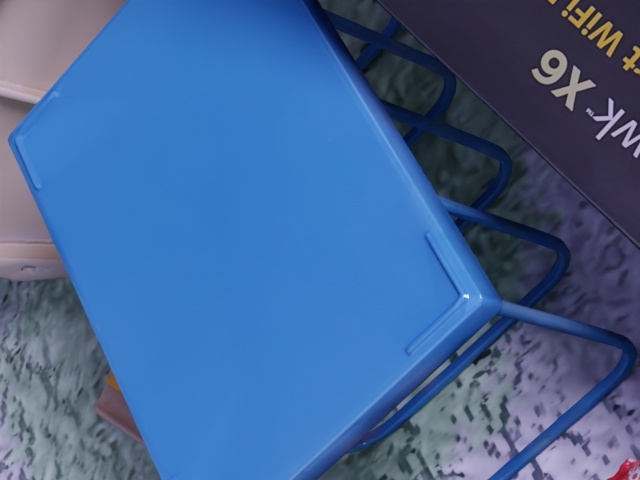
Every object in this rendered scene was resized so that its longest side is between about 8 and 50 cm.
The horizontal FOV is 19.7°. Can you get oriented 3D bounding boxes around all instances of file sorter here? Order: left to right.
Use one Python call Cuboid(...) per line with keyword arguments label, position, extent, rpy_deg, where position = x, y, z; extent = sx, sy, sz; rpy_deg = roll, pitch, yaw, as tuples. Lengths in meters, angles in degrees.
Cuboid(label="file sorter", position=(0.000, 0.000, 0.580), extent=(0.118, 0.104, 0.170), rpy_deg=(-44, 55, 23))

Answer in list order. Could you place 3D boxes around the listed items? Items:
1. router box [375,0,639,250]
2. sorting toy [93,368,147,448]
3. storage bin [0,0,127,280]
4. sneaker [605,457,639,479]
Cuboid(label="router box", position=(0.087, -0.166, 0.476), extent=(0.309, 0.081, 0.243), rpy_deg=(44, 111, 8))
Cuboid(label="sorting toy", position=(-0.049, 0.050, 0.669), extent=(0.083, 0.012, 0.062), rpy_deg=(28, 97, 41))
Cuboid(label="storage bin", position=(-0.127, -0.161, 0.716), extent=(0.260, 0.123, 0.262), rpy_deg=(-52, 53, 19))
Cuboid(label="sneaker", position=(0.106, 0.032, 0.417), extent=(0.128, 0.087, 0.221), rpy_deg=(-15, 104, 13))
